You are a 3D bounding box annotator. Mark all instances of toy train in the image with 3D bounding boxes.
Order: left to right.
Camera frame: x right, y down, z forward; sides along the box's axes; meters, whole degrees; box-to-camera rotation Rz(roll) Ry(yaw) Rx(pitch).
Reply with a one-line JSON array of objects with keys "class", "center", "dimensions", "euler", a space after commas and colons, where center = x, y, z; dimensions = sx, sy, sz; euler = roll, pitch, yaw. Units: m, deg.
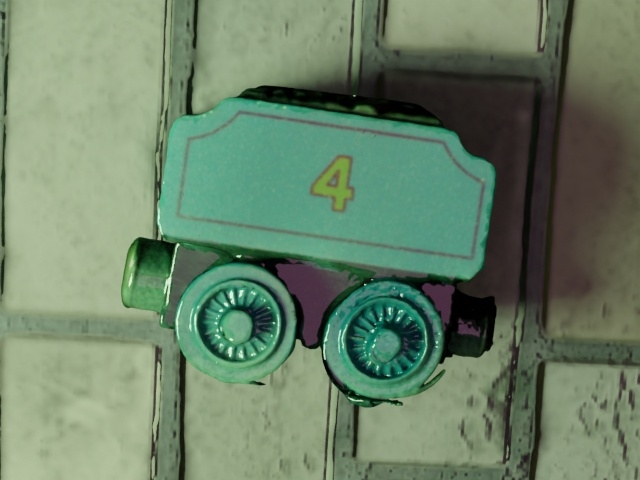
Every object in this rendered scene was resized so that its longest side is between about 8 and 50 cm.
[{"class": "toy train", "center": [0.000, 0.000, 0.896], "dimensions": [0.198, 0.107, 0.154], "euler": [8, 94, -4]}]
